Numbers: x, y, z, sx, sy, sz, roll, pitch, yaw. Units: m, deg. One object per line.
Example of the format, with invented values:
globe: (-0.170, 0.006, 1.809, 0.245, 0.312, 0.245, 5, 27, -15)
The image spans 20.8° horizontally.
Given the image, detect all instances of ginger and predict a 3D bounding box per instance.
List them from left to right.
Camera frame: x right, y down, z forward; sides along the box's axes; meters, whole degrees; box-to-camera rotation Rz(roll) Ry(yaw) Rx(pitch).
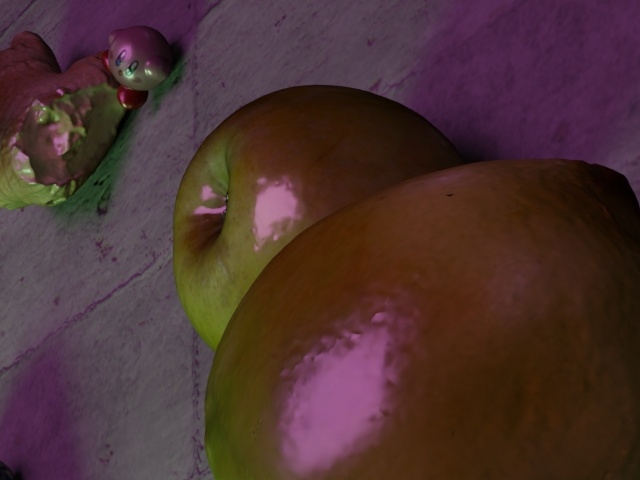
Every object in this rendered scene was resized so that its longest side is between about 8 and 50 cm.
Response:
ginger: (-0.304, -0.138, 1.911, 0.221, 0.130, 0.275, -43, 40, 20)

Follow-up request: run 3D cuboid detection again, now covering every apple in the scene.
apple: (0.000, 0.000, 1.332, 0.261, 0.194, 0.261, -36, 48, 52)

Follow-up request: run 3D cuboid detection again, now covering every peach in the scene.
peach: (0.079, 0.104, 1.070, 0.316, 0.281, 0.314, -29, 62, 16)

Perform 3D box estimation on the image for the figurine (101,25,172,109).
figurine: (-0.189, -0.190, 1.812, 0.083, 0.067, 0.071, 51, 137, 17)

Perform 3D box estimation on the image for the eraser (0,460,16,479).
eraser: (-0.356, 0.375, 1.751, 0.155, 0.101, 0.332, -50, 40, 27)
